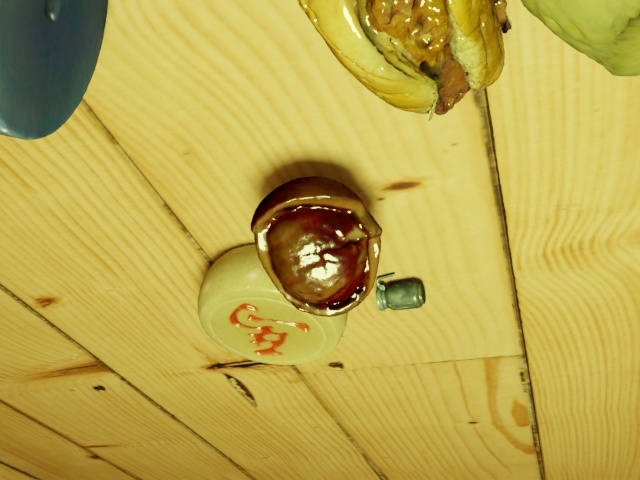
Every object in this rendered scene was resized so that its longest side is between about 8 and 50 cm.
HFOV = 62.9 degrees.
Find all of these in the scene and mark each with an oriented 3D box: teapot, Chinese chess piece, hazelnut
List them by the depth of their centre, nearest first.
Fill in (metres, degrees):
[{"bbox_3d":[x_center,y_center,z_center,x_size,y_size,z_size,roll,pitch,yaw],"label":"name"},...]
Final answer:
[{"bbox_3d":[-0.007,0.004,0.733,0.170,0.161,0.202,-39,137,1],"label":"hazelnut"},{"bbox_3d":[0.136,0.092,0.904,0.083,0.049,0.064,-10,136,20],"label":"teapot"},{"bbox_3d":[-0.083,0.121,0.932,0.272,0.102,0.273,4,140,4],"label":"Chinese chess piece"}]

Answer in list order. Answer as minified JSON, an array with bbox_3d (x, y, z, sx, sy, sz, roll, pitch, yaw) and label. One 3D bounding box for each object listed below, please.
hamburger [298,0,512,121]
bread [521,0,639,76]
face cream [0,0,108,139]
[{"bbox_3d":[0.076,-0.217,0.464,0.155,0.245,0.282,-17,119,24],"label":"hamburger"},{"bbox_3d":[0.246,-0.260,0.313,0.320,0.238,0.320,-16,169,-3],"label":"bread"},{"bbox_3d":[-0.338,-0.234,0.453,0.224,0.249,0.249,14,139,-3],"label":"face cream"}]
